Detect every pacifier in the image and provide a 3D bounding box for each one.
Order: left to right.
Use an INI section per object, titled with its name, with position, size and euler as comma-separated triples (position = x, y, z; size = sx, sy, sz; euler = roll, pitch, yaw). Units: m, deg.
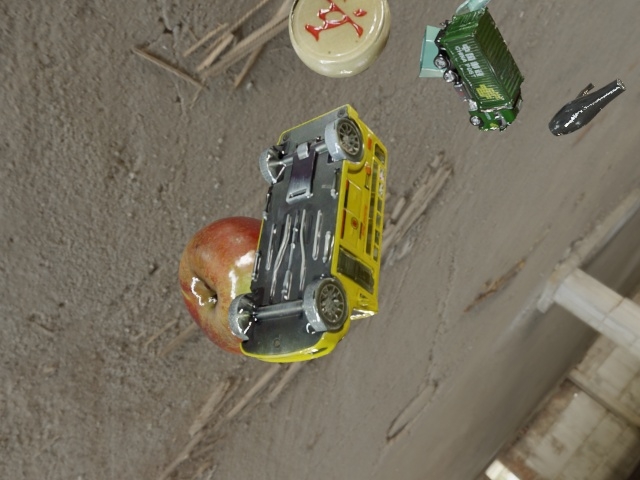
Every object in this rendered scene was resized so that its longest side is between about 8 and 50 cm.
[pacifier]
position = 0.428, -0.697, 1.532
size = 0.126, 0.117, 0.150
euler = -31, 178, -25

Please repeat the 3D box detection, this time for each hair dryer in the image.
[hair dryer]
position = 0.693, -0.371, 1.429
size = 0.195, 0.075, 0.219
euler = -38, -170, 47

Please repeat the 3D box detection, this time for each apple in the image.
[apple]
position = -0.174, 0.108, 1.364
size = 0.276, 0.348, 0.349
euler = -21, 139, -40

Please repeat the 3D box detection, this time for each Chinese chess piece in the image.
[Chinese chess piece]
position = 0.047, -0.522, 1.346
size = 0.250, 0.249, 0.103
euler = -52, 169, 3

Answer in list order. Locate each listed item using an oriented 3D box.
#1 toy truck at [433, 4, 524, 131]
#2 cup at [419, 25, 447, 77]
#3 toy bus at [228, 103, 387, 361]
[toy truck]
position = 0.334, -0.343, 1.153
size = 0.259, 0.121, 0.088
euler = 45, 62, -35
[cup]
position = 0.419, -0.548, 1.648
size = 0.134, 0.235, 0.148
euler = 88, 12, -58
[toy bus]
position = 0.000, 0.000, 0.717
size = 0.152, 0.144, 0.331
euler = 33, 55, -42
